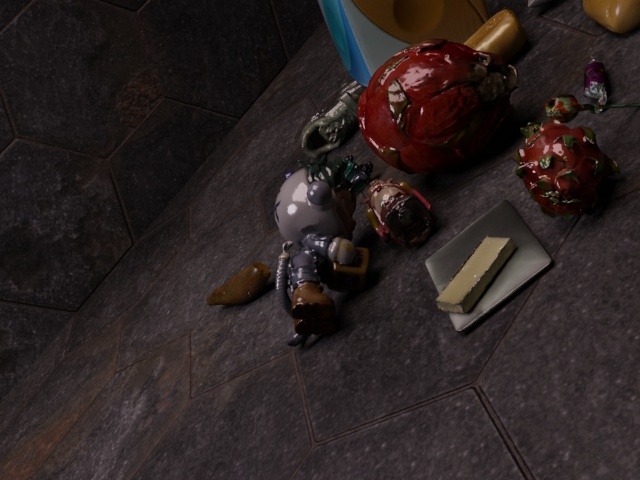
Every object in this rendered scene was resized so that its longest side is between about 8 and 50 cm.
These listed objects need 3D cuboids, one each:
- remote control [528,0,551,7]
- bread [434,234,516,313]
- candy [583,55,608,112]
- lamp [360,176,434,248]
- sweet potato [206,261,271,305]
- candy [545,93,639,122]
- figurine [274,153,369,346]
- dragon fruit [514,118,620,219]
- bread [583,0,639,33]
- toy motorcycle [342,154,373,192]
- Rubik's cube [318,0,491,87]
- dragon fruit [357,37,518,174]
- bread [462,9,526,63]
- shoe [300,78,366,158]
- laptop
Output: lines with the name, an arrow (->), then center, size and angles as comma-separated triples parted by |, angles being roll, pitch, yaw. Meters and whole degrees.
remote control -> 0.615, -0.624, 2.066 | 0.313, 0.055, 0.109 | -22, 36, 38
bread -> 0.251, 0.053, 1.458 | 0.154, 0.028, 0.068 | -51, 22, -19
candy -> 0.502, -0.291, 1.661 | 0.043, 0.045, 0.175 | -1, 34, 13
lamp -> 0.146, -0.068, 1.816 | 0.118, 0.118, 0.253 | -43, 22, 5
sweet potato -> -0.191, 0.117, 2.167 | 0.243, 0.077, 0.077 | -36, 21, 45
candy -> 0.452, -0.219, 1.494 | 0.184, 0.049, 0.055 | -5, 16, -21
figurine -> 0.002, -0.002, 1.806 | 0.261, 0.186, 0.382 | 103, 168, -50
dragon fruit -> 0.381, -0.125, 1.445 | 0.135, 0.137, 0.236 | -36, 20, 14
bread -> 0.595, -0.491, 1.787 | 0.147, 0.098, 0.217 | -38, 23, 8
toy motorcycle -> 0.074, -0.153, 2.189 | 0.100, 0.058, 0.173 | -53, 20, -2
Rubik's cube -> 0.195, -0.605, 2.288 | 0.352, 0.347, 0.351 | -26, 23, -4
dragon fruit -> 0.225, -0.266, 1.825 | 0.277, 0.277, 0.342 | -54, 17, -22
bread -> 0.345, -0.397, 2.084 | 0.305, 0.091, 0.142 | -41, 27, 10
shoe -> 0.059, -0.328, 2.487 | 0.293, 0.109, 0.149 | -37, 26, 27
laptop -> 0.273, 0.037, 1.511 | 0.187, 0.015, 0.269 | -40, 21, 12
